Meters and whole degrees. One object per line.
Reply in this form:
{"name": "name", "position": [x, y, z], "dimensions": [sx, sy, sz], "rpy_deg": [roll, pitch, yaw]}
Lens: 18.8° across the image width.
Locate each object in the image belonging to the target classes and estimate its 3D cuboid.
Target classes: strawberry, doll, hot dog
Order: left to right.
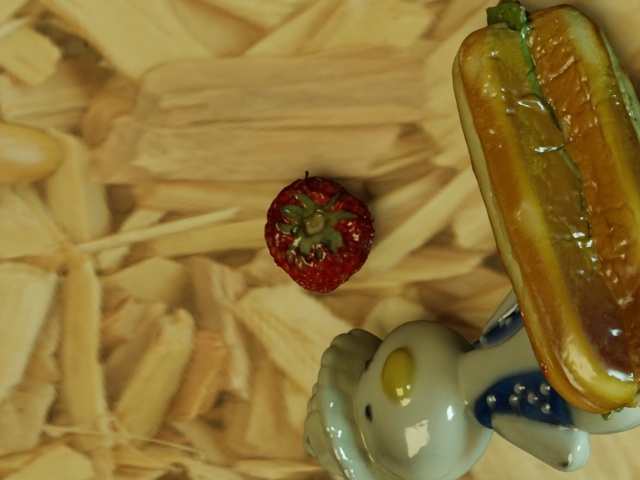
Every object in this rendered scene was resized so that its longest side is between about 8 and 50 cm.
{"name": "strawberry", "position": [0.000, 0.000, 1.228], "dimensions": [0.073, 0.073, 0.083], "rpy_deg": [20, 158, 15]}
{"name": "doll", "position": [0.107, 0.086, 1.186], "dimensions": [0.293, 0.119, 0.138], "rpy_deg": [-20, 63, 31]}
{"name": "hot dog", "position": [0.143, -0.025, 1.096], "dimensions": [0.104, 0.076, 0.250], "rpy_deg": [-18, 74, -1]}
